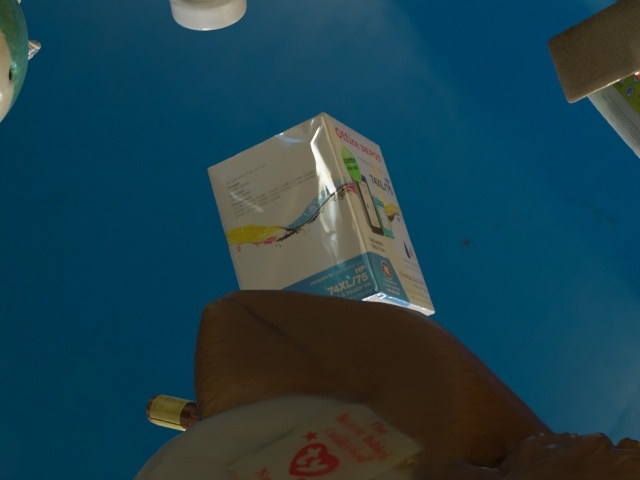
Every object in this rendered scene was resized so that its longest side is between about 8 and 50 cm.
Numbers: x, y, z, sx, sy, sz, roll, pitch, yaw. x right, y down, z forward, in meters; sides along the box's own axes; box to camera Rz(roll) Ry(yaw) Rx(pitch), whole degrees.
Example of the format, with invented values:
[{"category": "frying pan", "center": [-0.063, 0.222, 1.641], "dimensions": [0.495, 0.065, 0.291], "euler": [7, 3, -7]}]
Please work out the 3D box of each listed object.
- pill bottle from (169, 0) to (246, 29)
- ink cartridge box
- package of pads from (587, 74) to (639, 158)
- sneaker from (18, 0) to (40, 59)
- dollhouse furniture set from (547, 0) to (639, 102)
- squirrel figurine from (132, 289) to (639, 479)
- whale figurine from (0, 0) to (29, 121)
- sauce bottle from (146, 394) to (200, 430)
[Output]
[{"category": "pill bottle", "center": [-0.153, -0.386, 1.677], "dimensions": [0.121, 0.121, 0.221], "euler": [-41, -36, -34]}, {"category": "ink cartridge box", "center": [0.000, 0.000, 1.831], "dimensions": [0.198, 0.197, 0.270], "euler": [22, -133, -62]}, {"category": "package of pads", "center": [0.447, -0.136, 1.370], "dimensions": [0.297, 0.229, 0.101], "euler": [-2, -54, -18]}, {"category": "sneaker", "center": [-0.353, -0.277, 1.313], "dimensions": [0.090, 0.095, 0.235], "euler": [-33, -77, -73]}, {"category": "dollhouse furniture set", "center": [0.220, -0.207, 0.857], "dimensions": [0.262, 0.135, 0.259], "euler": [-12, -99, -41]}, {"category": "squirrel figurine", "center": [0.068, 0.250, 0.617], "dimensions": [0.281, 0.397, 0.370], "euler": [-54, -43, -50]}, {"category": "whale figurine", "center": [-0.367, -0.179, 1.084], "dimensions": [0.141, 0.272, 0.216], "euler": [-63, -16, -46]}, {"category": "sauce bottle", "center": [-0.167, 0.225, 1.685], "dimensions": [0.042, 0.128, 0.042], "euler": [-11, -76, -49]}]
